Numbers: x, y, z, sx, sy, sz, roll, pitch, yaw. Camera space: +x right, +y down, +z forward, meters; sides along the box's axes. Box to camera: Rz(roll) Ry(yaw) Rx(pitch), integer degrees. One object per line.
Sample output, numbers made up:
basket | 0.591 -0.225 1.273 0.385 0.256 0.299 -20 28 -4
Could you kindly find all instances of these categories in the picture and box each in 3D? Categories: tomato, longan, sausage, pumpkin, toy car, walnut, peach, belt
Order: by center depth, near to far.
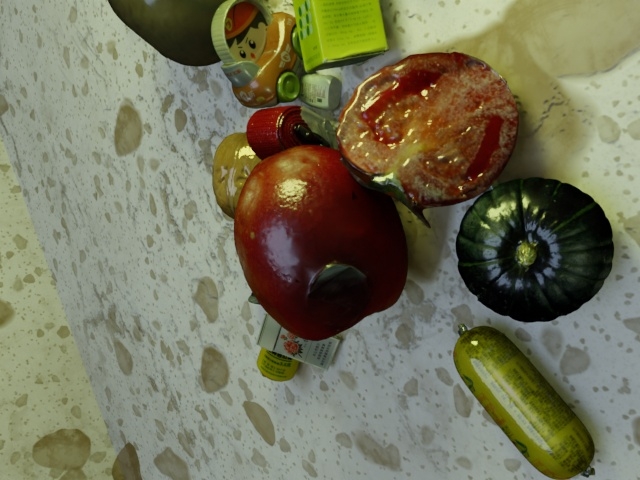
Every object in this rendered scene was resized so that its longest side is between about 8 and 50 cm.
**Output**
pumpkin | 0.346 0.017 1.005 0.250 0.216 0.249 2 95 20
tomato | 0.188 -0.184 1.105 0.309 0.309 0.170 62 178 10
sausage | 0.367 0.294 1.134 0.347 0.123 0.123 52 133 20
peach | 0.005 0.019 1.225 0.310 0.335 0.405 -102 -3 -64
toy car | -0.144 -0.413 1.322 0.145 0.235 0.235 6 107 44
belt | -0.051 -0.220 1.340 0.124 0.201 0.128 5 81 42
longan | -0.321 -0.577 1.406 0.361 0.361 0.360 17 115 41
walnut | -0.171 -0.155 1.495 0.193 0.193 0.225 6 104 44

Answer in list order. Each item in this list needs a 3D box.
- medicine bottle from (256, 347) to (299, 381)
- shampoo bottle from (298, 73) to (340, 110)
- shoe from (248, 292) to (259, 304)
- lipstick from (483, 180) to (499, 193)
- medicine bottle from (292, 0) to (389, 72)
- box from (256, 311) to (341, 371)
medicine bottle | -0.085 0.241 1.607 0.111 0.076 0.308 20 118 1
shampoo bottle | -0.024 -0.340 1.376 0.152 0.045 0.077 21 119 38
shoe | -0.141 0.126 1.637 0.169 0.071 0.099 168 113 -69
lipstick | 0.326 -0.065 1.128 0.025 0.025 0.107 -20 93 47
medicine bottle | 0.026 -0.466 1.191 0.137 0.141 0.250 -148 45 -75
box | -0.057 0.253 1.545 0.198 0.029 0.109 20 119 3
